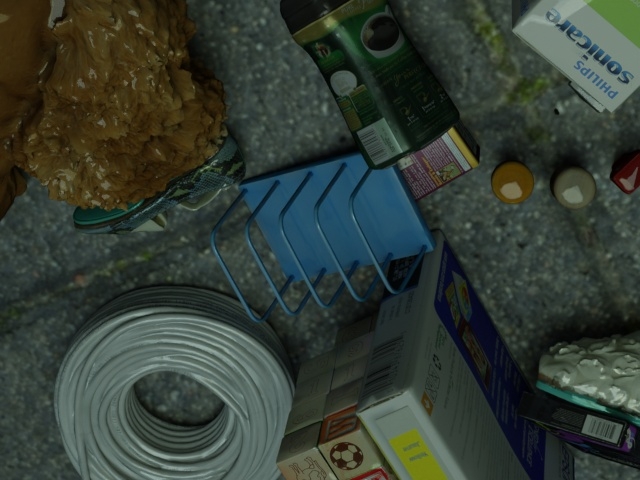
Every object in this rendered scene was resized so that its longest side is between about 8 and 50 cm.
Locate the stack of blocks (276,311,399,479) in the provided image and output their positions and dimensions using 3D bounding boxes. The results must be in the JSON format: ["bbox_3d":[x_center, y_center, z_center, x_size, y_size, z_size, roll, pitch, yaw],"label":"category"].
[{"bbox_3d":[0.057,0.177,1.762,0.087,0.297,0.171,-25,112,20],"label":"stack of blocks"}]

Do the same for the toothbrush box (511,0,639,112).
[{"bbox_3d":[0.297,-0.276,1.557,0.122,0.206,0.283,37,116,-13],"label":"toothbrush box"}]

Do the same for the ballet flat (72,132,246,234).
[{"bbox_3d":[-0.154,-0.042,1.807,0.188,0.070,0.070,-26,112,21],"label":"ballet flat"}]

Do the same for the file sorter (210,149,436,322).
[{"bbox_3d":[0.000,0.000,1.762,0.170,0.104,0.118,-14,117,31],"label":"file sorter"}]

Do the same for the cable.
[{"bbox_3d":[-0.145,0.169,1.899,0.257,0.089,0.257,-11,115,11],"label":"cable"}]

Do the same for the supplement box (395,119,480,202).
[{"bbox_3d":[0.105,-0.081,1.768,0.083,0.043,0.055,-29,110,18],"label":"supplement box"}]

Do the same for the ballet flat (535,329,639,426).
[{"bbox_3d":[0.410,0.154,1.828,0.409,0.147,0.147,21,117,-8],"label":"ballet flat"}]

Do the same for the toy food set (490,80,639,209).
[{"bbox_3d":[0.268,-0.106,1.728,0.111,0.104,0.232,42,96,0],"label":"toy food set"}]

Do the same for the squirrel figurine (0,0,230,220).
[{"bbox_3d":[-0.289,-0.124,1.664,0.397,0.281,0.370,13,125,5],"label":"squirrel figurine"}]

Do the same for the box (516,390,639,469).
[{"bbox_3d":[0.278,0.194,1.819,0.116,0.162,0.029,15,81,36],"label":"box"}]

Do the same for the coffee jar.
[{"bbox_3d":[0.043,-0.163,1.684,0.079,0.096,0.184,-22,100,53],"label":"coffee jar"}]

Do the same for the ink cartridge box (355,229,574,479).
[{"bbox_3d":[0.148,0.187,1.755,0.072,0.303,0.307,-23,112,18],"label":"ink cartridge box"}]
